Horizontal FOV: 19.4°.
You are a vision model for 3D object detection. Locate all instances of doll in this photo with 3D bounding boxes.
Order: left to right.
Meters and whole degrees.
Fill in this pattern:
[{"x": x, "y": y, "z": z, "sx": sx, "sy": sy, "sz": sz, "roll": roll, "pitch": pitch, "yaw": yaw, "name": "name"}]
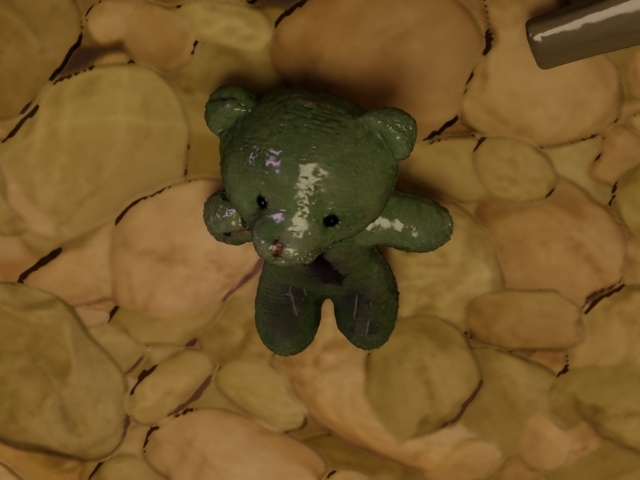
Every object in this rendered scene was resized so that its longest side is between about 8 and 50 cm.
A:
[{"x": 0.000, "y": 0.000, "z": 0.834, "sx": 0.115, "sy": 0.077, "sz": 0.150, "roll": 3, "pitch": 136, "yaw": 13, "name": "doll"}]

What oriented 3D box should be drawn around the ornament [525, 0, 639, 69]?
[{"x": 0.186, "y": -0.135, "z": 0.736, "sx": 0.244, "sy": 0.061, "sz": 0.230, "roll": -14, "pitch": 121, "yaw": 15, "name": "ornament"}]
